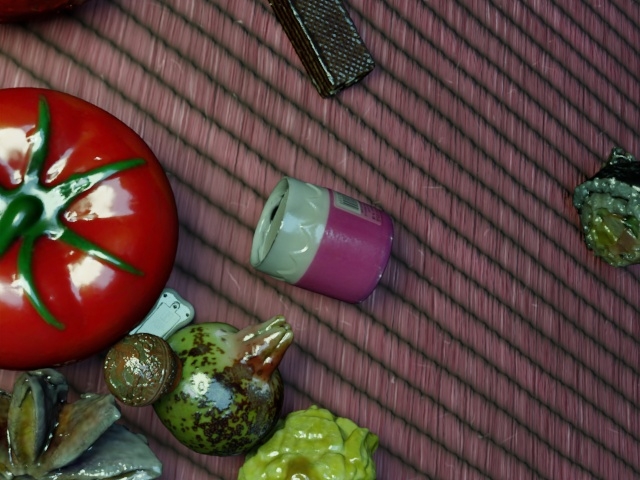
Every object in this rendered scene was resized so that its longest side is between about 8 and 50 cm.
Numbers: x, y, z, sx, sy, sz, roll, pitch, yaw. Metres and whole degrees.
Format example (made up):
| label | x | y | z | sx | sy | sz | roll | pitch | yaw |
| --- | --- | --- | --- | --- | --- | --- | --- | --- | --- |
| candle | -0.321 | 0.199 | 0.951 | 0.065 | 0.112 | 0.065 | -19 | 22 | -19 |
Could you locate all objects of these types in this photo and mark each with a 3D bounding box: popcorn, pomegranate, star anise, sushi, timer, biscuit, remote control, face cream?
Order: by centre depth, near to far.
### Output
| label | x | y | z | sx | sy | sz | roll | pitch | yaw |
| --- | --- | --- | --- | --- | --- | --- | --- | --- | --- |
| star anise | -0.372 | 0.283 | 0.852 | 0.332 | 0.331 | 0.117 | 27 | 36 | -16 |
| timer | -0.388 | -0.013 | 0.862 | 0.378 | 0.279 | 0.378 | 4 | 77 | -19 |
| pomegranate | -0.131 | 0.203 | 0.955 | 0.248 | 0.214 | 0.214 | -43 | 100 | 13 |
| popcorn | -0.013 | 0.379 | 0.977 | 0.235 | 0.216 | 0.181 | -14 | 124 | 3 |
| remote control | -0.264 | 0.138 | 1.019 | 0.074 | 0.032 | 0.122 | 45 | 69 | -10 |
| face cream | 0.000 | 0.000 | 1.067 | 0.195 | 0.175 | 0.175 | 20 | 75 | -17 |
| biscuit | -0.036 | -0.461 | 1.180 | 0.107 | 0.073 | 0.388 | -30 | 94 | -24 |
| sushi | 0.680 | -0.070 | 1.329 | 0.219 | 0.225 | 0.238 | -18 | 121 | -32 |

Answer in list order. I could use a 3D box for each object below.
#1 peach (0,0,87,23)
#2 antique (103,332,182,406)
| label | x | y | z | sx | sy | sz | roll | pitch | yaw |
| --- | --- | --- | --- | --- | --- | --- | --- | --- | --- |
| peach | -0.454 | -0.491 | 0.876 | 0.370 | 0.370 | 0.370 | 3 | 81 | -21 |
| antique | -0.242 | 0.173 | 0.845 | 0.104 | 0.104 | 0.104 | 3 | 81 | -21 |
